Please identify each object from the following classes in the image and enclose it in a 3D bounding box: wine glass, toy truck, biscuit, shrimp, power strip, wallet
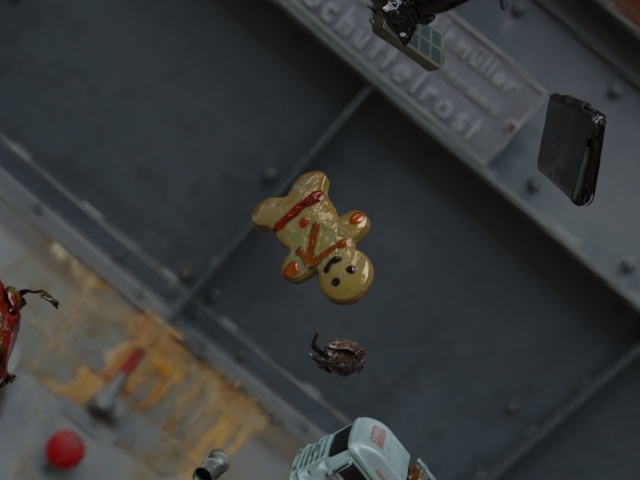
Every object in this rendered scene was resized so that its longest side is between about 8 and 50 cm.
[{"bbox_3d":[-0.169,0.349,2.071,0.039,0.042,0.083,13,9,15],"label":"wine glass"},{"bbox_3d":[0.103,0.380,1.805,0.305,0.162,0.136,51,15,-7],"label":"toy truck"},{"bbox_3d":[0.000,0.000,2.005,0.234,0.153,0.030,58,8,33],"label":"biscuit"},{"bbox_3d":[0.028,0.189,2.226,0.073,0.075,0.190,46,14,21],"label":"shrimp"},{"bbox_3d":[0.160,-0.383,2.485,0.029,0.080,0.227,-11,-25,39],"label":"power strip"},{"bbox_3d":[0.460,-0.176,2.494,0.045,0.172,0.318,7,12,-6],"label":"wallet"}]

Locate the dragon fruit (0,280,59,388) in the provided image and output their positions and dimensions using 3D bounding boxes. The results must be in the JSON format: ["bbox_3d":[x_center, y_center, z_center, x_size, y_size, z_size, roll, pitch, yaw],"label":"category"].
[{"bbox_3d":[-0.541,0.154,1.873,0.250,0.291,0.269,-35,-45,28],"label":"dragon fruit"}]

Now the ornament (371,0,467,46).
[{"bbox_3d":[0.193,-0.464,2.267,0.106,0.260,0.251,58,1,-45],"label":"ornament"}]

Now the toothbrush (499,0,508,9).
[{"bbox_3d":[0.305,-0.497,2.386,0.016,0.019,0.219,-120,-174,-46],"label":"toothbrush"}]
